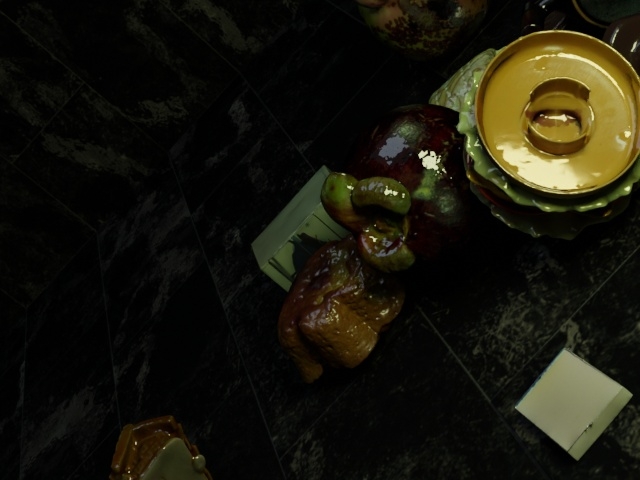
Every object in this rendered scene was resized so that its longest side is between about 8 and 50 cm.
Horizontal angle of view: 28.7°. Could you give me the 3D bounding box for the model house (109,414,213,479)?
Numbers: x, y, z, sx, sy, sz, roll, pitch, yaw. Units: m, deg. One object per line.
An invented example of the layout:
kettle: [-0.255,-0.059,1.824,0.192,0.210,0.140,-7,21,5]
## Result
model house: [-0.282,0.420,2.078,0.219,0.199,0.229,-42,23,-15]

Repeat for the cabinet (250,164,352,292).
cabinet: [0.000,0.000,2.281,0.206,0.145,0.150,-47,21,7]

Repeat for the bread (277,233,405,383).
bread: [0.041,0.101,2.043,0.232,0.135,0.247,-22,34,43]

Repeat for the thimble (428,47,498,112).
thimble: [0.280,-0.241,2.159,0.143,0.137,0.190,-41,8,25]

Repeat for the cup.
cup: [0.431,-0.437,2.100,0.239,0.166,0.177,-15,18,-5]

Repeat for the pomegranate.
pomegranate: [0.174,-0.505,2.511,0.285,0.340,0.285,0,90,44]

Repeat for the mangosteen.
mangosteen: [0.149,-0.069,1.915,0.288,0.288,0.288,-41,23,21]

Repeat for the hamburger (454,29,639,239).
hamburger: [0.324,-0.139,1.737,0.274,0.274,0.212,-55,-15,-13]

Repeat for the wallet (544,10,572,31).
wallet: [0.381,-0.353,2.293,0.176,0.026,0.095,-48,23,5]

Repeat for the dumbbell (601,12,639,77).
dumbbell: [0.501,-0.257,1.741,0.140,0.124,0.225,-18,14,-16]

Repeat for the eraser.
eraser: [0.305,0.195,1.520,0.104,0.023,0.150,-50,21,0]
